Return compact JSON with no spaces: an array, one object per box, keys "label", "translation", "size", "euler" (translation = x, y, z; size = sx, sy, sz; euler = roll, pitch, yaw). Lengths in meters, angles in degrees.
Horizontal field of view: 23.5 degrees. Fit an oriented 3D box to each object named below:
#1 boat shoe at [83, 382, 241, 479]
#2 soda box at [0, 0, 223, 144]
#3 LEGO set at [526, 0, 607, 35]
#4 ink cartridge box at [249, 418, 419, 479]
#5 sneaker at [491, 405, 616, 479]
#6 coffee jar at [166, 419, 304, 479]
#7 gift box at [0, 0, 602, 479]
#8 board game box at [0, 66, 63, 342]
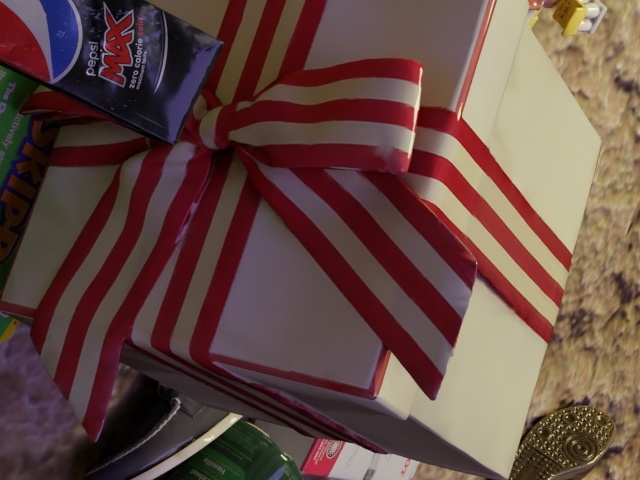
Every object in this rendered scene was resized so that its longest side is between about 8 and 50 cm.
[{"label":"boat shoe","translation":[-0.083,0.099,1.025],"size":[0.206,0.075,0.065],"euler":[-35,94,-26]},{"label":"soda box","translation":[-0.132,-0.103,0.683],"size":[0.169,0.060,0.053],"euler":[26,89,-19]},{"label":"LEGO set","translation":[0.127,-0.132,1.080],"size":[0.107,0.132,0.287],"euler":[-10,126,-39]},{"label":"ink cartridge box","translation":[0.027,0.121,1.158],"size":[0.150,0.063,0.109],"euler":[22,94,-56]},{"label":"sneaker","translation":[0.206,0.229,1.474],"size":[0.188,0.066,0.071],"euler":[-34,153,-28]},{"label":"coffee jar","translation":[-0.093,0.215,1.051],"size":[0.184,0.079,0.096],"euler":[-47,145,-24]},{"label":"gift box","translation":[0.000,0.000,0.831],"size":[0.258,0.255,0.276],"euler":[41,58,-58]},{"label":"board game box","translation":[-0.202,-0.054,0.774],"size":[0.124,0.039,0.259],"euler":[-56,142,-14]}]
